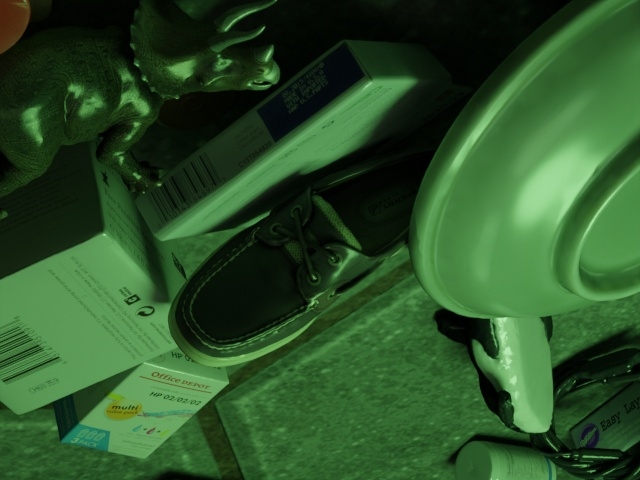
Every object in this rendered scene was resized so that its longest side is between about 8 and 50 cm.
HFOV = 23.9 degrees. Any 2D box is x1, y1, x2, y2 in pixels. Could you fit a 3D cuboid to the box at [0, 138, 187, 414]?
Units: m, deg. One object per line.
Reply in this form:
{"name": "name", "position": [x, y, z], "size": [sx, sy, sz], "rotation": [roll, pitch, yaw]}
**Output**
{"name": "box", "position": [-0.223, 0.028, 1.241], "size": [0.182, 0.119, 0.181], "rotation": [-24, 143, 8]}

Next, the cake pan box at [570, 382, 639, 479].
{"name": "cake pan box", "position": [0.420, 0.257, 1.703], "size": [0.070, 0.245, 0.267], "rotation": [20, 132, -35]}

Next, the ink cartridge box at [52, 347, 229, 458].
{"name": "ink cartridge box", "position": [-0.164, 0.132, 1.450], "size": [0.104, 0.061, 0.181], "rotation": [18, 131, -39]}

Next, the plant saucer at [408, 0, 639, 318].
{"name": "plant saucer", "position": [0.263, -0.057, 1.255], "size": [0.401, 0.100, 0.400], "rotation": [-25, 146, -18]}

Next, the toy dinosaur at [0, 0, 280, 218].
{"name": "toy dinosaur", "position": [-0.191, -0.098, 1.081], "size": [0.314, 0.121, 0.160], "rotation": [-17, 141, -22]}

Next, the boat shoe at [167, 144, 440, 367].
{"name": "boat shoe", "position": [0.000, 0.000, 1.234], "size": [0.285, 0.103, 0.092], "rotation": [-30, 166, -25]}

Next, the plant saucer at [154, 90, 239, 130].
{"name": "plant saucer", "position": [-0.103, -0.112, 1.194], "size": [0.083, 0.015, 0.083], "rotation": [-11, 144, -9]}

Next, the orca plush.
{"name": "orca plush", "position": [0.155, 0.098, 1.508], "size": [0.102, 0.151, 0.287], "rotation": [4, 155, 26]}

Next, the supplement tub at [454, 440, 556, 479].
{"name": "supplement tub", "position": [0.220, 0.277, 1.792], "size": [0.107, 0.071, 0.071], "rotation": [12, 135, -34]}

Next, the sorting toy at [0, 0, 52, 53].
{"name": "sorting toy", "position": [-0.281, -0.212, 0.926], "size": [0.256, 0.089, 0.257], "rotation": [-4, 142, -18]}

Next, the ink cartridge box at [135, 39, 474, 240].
{"name": "ink cartridge box", "position": [-0.007, -0.081, 1.218], "size": [0.223, 0.045, 0.224], "rotation": [-35, 169, 23]}

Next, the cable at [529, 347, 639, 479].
{"name": "cable", "position": [0.323, 0.202, 1.683], "size": [0.185, 0.047, 0.150], "rotation": [-23, 101, 19]}
